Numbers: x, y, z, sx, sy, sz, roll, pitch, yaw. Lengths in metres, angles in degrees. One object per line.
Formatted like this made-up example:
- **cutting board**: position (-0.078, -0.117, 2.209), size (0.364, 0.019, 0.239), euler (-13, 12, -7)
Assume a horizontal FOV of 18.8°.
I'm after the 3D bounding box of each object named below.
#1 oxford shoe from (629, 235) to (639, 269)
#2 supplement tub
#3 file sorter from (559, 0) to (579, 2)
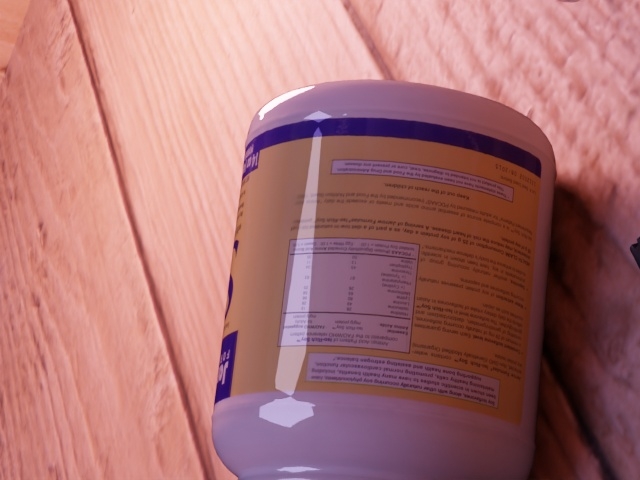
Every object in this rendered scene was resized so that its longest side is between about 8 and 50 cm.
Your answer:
- **oxford shoe**: position (0.286, -0.001, 1.167), size (0.227, 0.083, 0.096), euler (-45, 57, 52)
- **supplement tub**: position (0.047, 0.070, 1.444), size (0.241, 0.241, 0.331), euler (-25, 55, 61)
- **file sorter**: position (0.108, -0.307, 1.571), size (0.278, 0.193, 0.173), euler (-144, 66, -65)
